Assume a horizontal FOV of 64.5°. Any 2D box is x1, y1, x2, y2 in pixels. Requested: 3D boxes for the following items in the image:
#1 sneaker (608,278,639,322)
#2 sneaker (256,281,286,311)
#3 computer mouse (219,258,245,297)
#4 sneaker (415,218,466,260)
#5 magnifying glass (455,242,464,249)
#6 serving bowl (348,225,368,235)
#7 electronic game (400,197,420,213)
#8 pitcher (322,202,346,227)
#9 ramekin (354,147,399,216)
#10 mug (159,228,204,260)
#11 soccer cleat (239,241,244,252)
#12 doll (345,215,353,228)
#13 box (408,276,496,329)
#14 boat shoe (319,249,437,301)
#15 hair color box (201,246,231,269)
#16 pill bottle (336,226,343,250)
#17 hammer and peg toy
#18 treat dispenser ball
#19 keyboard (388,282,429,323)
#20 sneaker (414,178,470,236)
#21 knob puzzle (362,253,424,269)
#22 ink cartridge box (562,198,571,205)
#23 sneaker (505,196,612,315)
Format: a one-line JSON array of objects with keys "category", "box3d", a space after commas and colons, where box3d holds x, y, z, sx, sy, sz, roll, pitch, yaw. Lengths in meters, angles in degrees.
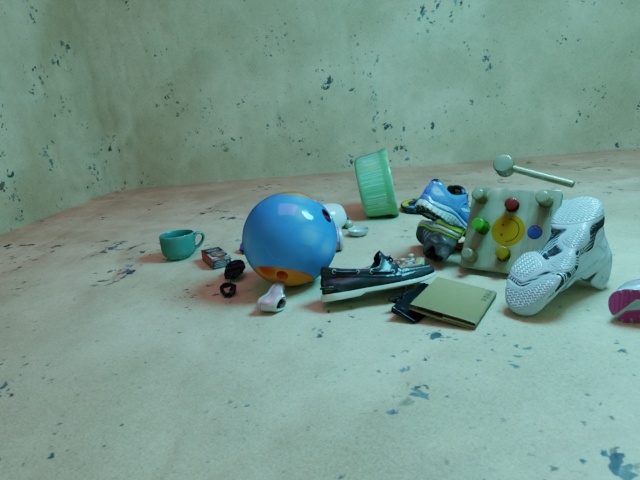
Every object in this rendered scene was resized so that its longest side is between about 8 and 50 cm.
[{"category": "sneaker", "box3d": [0.779, 0.124, 1.120, 0.252, 0.103, 0.111, 4, 20, 28]}, {"category": "sneaker", "box3d": [-0.115, 0.159, 1.409, 0.070, 0.051, 0.134, 3, 22, 23]}, {"category": "computer mouse", "box3d": [-0.278, 0.126, 1.620, 0.071, 0.041, 0.242, -14, 22, 4]}, {"category": "sneaker", "box3d": [0.370, 0.003, 1.667, 0.111, 0.121, 0.300, 25, -4, -2]}, {"category": "magnifying glass", "box3d": [0.536, 0.015, 1.722, 0.231, 0.026, 0.092, -5, 16, 7]}, {"category": "serving bowl", "box3d": [0.151, -0.034, 2.020, 0.083, 0.027, 0.083, -6, 16, 2]}, {"category": "electronic game", "box3d": [0.483, -0.167, 2.329, 0.229, 0.048, 0.229, -5, 16, 2]}, {"category": "pitcher", "box3d": [-0.014, -0.084, 2.078, 0.207, 0.125, 0.178, -20, 29, -16]}, {"category": "ramekin", "box3d": [0.249, -0.247, 2.262, 0.148, 0.303, 0.303, -12, 15, 9]}, {"category": "mug", "box3d": [-0.533, 0.019, 1.953, 0.158, 0.097, 0.129, -3, 16, 7]}, {"category": "soccer cleat", "box3d": [-0.170, -0.040, 1.928, 0.318, 0.116, 0.108, -18, 17, 10]}, {"category": "doll", "box3d": [0.068, -0.084, 2.189, 0.129, 0.046, 0.189, -21, 21, -39]}, {"category": "box", "box3d": [0.338, 0.152, 1.283, 0.164, 0.021, 0.201, 14, 24, 29]}, {"category": "boat shoe", "box3d": [0.157, 0.086, 1.407, 0.340, 0.113, 0.127, -11, -6, -9]}, {"category": "hair color box", "box3d": [-0.380, 0.062, 1.847, 0.072, 0.043, 0.141, -13, 18, -27]}, {"category": "pill bottle", "box3d": [0.000, 0.000, 1.849, 0.160, 0.087, 0.087, -7, 16, -2]}, {"category": "hammer and peg toy", "box3d": [0.562, -0.080, 1.467, 0.266, 0.361, 0.127, 8, -8, 38]}, {"category": "treat dispenser ball", "box3d": [-0.092, -0.004, 1.537, 0.288, 0.288, 0.288, -5, 16, 2]}, {"category": "keyboard", "box3d": [0.246, 0.164, 1.322, 0.100, 0.038, 0.192, 31, 32, 27]}, {"category": "sneaker", "box3d": [0.463, -0.101, 1.686, 0.330, 0.147, 0.130, 27, -5, -34]}, {"category": "knob puzzle", "box3d": [0.223, 0.068, 1.574, 0.213, 0.030, 0.213, -10, 4, 1]}, {"category": "ink cartridge box", "box3d": [0.720, -0.044, 1.639, 0.307, 0.129, 0.223, -19, 29, -40]}, {"category": "sneaker", "box3d": [0.619, 0.082, 1.283, 0.366, 0.210, 0.137, -49, 32, -16]}]
